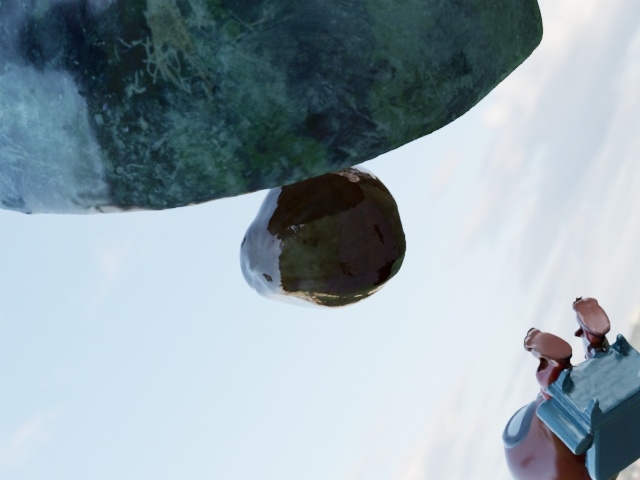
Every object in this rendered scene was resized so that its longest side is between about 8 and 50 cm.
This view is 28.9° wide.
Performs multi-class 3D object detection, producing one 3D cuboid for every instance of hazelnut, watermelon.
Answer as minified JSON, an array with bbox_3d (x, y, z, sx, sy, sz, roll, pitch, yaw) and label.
[{"bbox_3d":[0.000,0.000,0.615,0.086,0.086,0.086,-58,-19,-33],"label":"hazelnut"},{"bbox_3d":[-0.061,-0.132,0.582,0.226,0.318,0.148,-89,-11,-58],"label":"watermelon"}]

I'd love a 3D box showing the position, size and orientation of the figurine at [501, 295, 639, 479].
[{"bbox_3d":[0.142,0.101,0.676,0.068,0.075,0.140,-29,-34,-21],"label":"figurine"}]
